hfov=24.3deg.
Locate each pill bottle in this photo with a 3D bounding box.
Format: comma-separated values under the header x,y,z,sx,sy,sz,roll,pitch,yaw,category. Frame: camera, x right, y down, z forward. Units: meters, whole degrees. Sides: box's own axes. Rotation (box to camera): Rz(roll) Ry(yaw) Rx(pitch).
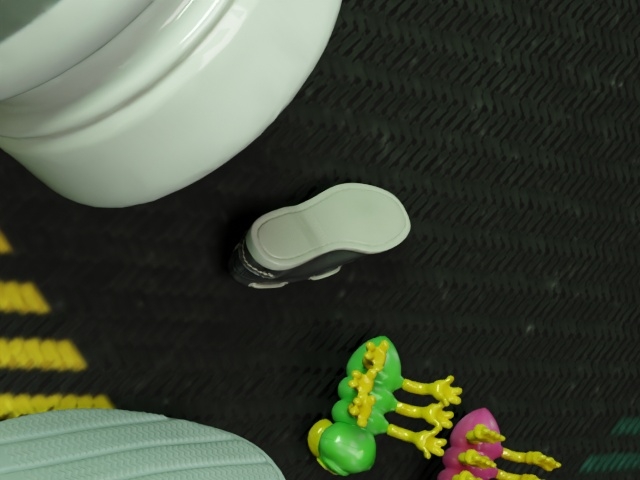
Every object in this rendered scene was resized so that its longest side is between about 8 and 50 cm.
x,y,z,sx,sy,sz,roll,pitch,yaw,category
-0.156,-0.178,0.541,0.204,0.204,0.361,-57,133,-14,pill bottle

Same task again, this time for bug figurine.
x,y,z,sx,sy,sz,roll,pitch,yaw,category
0.042,0.184,0.930,0.279,0.072,0.216,35,72,-39,bug figurine

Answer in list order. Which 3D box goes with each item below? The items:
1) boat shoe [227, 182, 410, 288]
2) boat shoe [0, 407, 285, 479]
x,y,z,sx,sy,sz,roll,pitch,yaw,category
0.000,0.000,0.857,0.125,0.038,0.046,-20,74,-44,boat shoe
-0.157,0.151,0.729,0.302,0.109,0.094,-1,119,-34,boat shoe
